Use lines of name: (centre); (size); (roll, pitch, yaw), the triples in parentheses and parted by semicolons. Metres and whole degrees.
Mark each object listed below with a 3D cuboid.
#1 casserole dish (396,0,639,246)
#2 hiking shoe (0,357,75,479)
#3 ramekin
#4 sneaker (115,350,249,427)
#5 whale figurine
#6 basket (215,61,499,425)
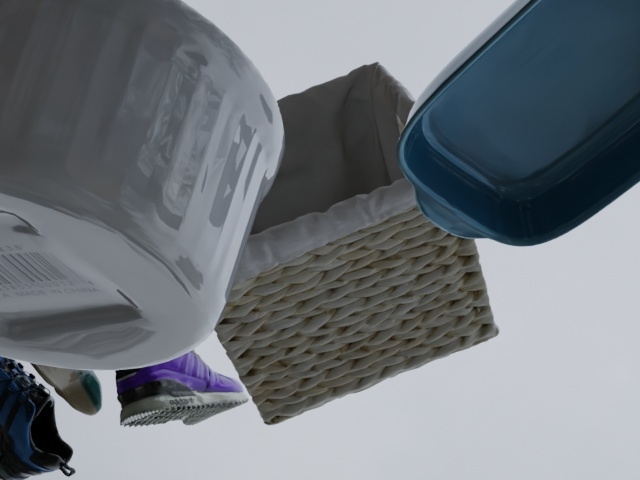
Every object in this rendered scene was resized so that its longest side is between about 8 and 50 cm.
casserole dish: (0.118, -0.072, 0.512); (0.188, 0.114, 0.037); (-41, -148, 30)
hiking shoe: (-0.481, 0.233, 1.736); (0.132, 0.113, 0.304); (-12, -73, 24)
ramekin: (-0.168, -0.031, 0.660); (0.277, 0.277, 0.135); (-14, -128, 37)
sneaker: (-0.209, 0.194, 1.648); (0.102, 0.293, 0.146); (-25, -106, 19)
whale figurine: (-0.367, 0.120, 1.582); (0.216, 0.141, 0.272); (23, -40, 48)
basket: (0.000, 0.000, 1.340); (0.331, 0.266, 0.328); (-21, -149, -3)
